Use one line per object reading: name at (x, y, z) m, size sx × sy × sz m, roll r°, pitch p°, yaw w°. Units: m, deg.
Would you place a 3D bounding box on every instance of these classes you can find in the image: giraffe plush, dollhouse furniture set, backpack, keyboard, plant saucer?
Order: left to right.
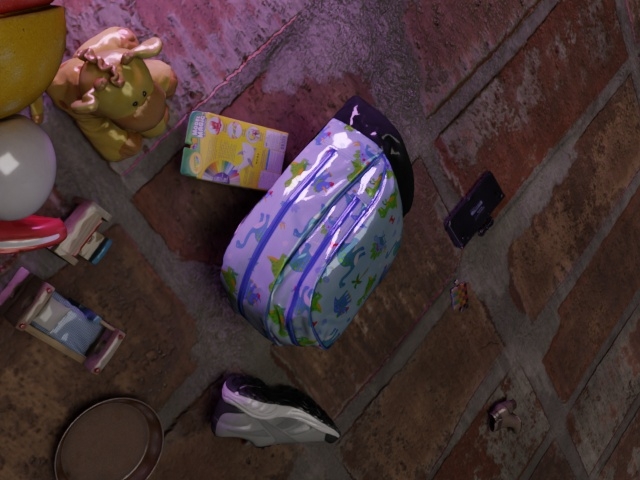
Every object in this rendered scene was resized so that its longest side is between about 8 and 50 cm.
dollhouse furniture set at (-0.316, 0.057, 0.891) m, size 0.129 × 0.129 × 0.184 m, roll 44°, pitch 71°, yaw -36°
plant saucer at (-0.322, 0.316, 1.004) m, size 0.168 × 0.029 × 0.169 m, roll -9°, pitch 105°, yaw -38°
giraffe plush at (-0.264, -0.199, 0.854) m, size 0.210 × 0.170 × 0.181 m, roll 18°, pitch 88°, yaw -39°
backpack at (0.000, 0.000, 1.066) m, size 0.355 × 0.273 × 0.290 m, roll -36°, pitch 154°, yaw -13°
keyboard at (0.349, -0.060, 1.472) m, size 0.180 × 0.023 × 0.108 m, roll -47°, pitch 118°, yaw -21°

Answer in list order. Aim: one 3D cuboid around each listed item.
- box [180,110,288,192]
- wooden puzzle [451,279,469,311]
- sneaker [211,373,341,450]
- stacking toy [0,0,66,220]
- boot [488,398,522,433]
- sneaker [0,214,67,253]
box at (-0.141, -0.139, 1.050) m, size 0.179 × 0.043 × 0.105 m, roll 8°, pitch 94°, yaw -42°
wooden puzzle at (0.314, 0.125, 1.490) m, size 0.049 × 0.006 × 0.083 m, roll -23°, pitch 113°, yaw -33°
sneaker at (-0.078, 0.319, 1.169) m, size 0.271 × 0.100 × 0.108 m, roll 26°, pitch 96°, yaw -36°
stacking toy at (-0.371, -0.241, 0.663) m, size 0.350 × 0.350 × 0.480 m, roll -24°, pitch 117°, yaw -33°
boot at (0.459, 0.455, 1.656) m, size 0.087 × 0.042 × 0.118 m, roll -25°, pitch 113°, yaw -26°
sneaker at (-0.422, -0.051, 0.792) m, size 0.221 × 0.087 × 0.128 m, roll -1°, pitch 97°, yaw -24°
